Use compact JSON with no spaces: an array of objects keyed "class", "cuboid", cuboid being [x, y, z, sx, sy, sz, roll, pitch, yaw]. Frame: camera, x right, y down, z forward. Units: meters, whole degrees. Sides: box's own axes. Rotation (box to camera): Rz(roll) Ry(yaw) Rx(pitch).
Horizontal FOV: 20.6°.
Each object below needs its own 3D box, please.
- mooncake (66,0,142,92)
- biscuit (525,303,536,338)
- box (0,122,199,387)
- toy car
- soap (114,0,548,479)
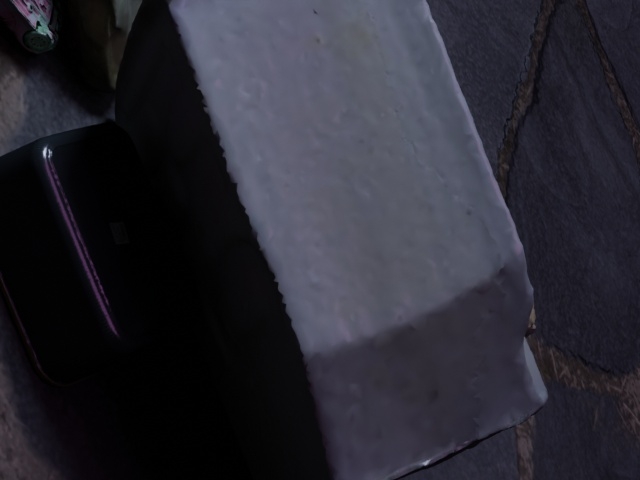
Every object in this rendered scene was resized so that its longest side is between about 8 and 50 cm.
[{"class":"mooncake","cuboid":[-0.189,-0.211,1.607,0.125,0.073,0.130,-56,153,-47]},{"class":"biscuit","cuboid":[0.094,0.007,1.906,0.426,0.078,0.144,23,52,-49]},{"class":"box","cuboid":[-0.194,0.007,1.474,0.144,0.090,0.201,-20,87,-58]},{"class":"toy car","cuboid":[-0.271,-0.222,1.533,0.142,0.055,0.069,54,33,-46]},{"class":"soap","cuboid":[0.000,0.000,1.492,0.213,0.350,0.435,-20,84,-20]}]
